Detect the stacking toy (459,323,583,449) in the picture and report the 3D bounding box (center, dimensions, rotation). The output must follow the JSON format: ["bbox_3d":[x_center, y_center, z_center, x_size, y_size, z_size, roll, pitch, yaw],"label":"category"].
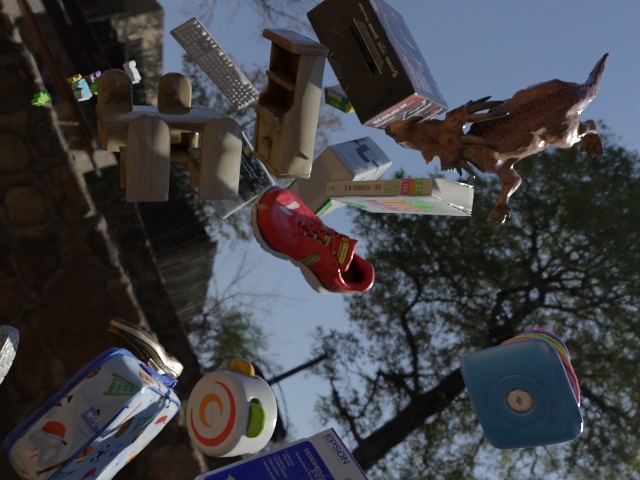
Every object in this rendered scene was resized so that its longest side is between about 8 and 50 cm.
[{"bbox_3d":[0.377,0.220,1.132,0.165,0.302,0.175,-20,-88,29],"label":"stacking toy"}]

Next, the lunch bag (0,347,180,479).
[{"bbox_3d":[-0.347,0.291,1.035,0.115,0.243,0.303,41,-16,12],"label":"lunch bag"}]

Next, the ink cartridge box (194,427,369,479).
[{"bbox_3d":[-0.025,0.500,1.108,0.303,0.307,0.072,50,-51,34],"label":"ink cartridge box"}]

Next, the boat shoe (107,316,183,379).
[{"bbox_3d":[-0.424,0.282,1.529,0.095,0.095,0.257,10,-31,38],"label":"boat shoe"}]

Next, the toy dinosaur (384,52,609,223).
[{"bbox_3d":[0.252,-0.148,0.816,0.200,0.295,0.127,37,24,-57],"label":"toy dinosaur"}]

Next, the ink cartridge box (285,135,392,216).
[{"bbox_3d":[0.041,-0.133,1.359,0.153,0.208,0.087,-42,-98,29],"label":"ink cartridge box"}]

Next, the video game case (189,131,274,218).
[{"bbox_3d":[-0.237,-0.173,1.696,0.190,0.173,0.022,59,-5,-36],"label":"video game case"}]

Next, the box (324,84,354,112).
[{"bbox_3d":[0.112,-0.348,1.514,0.105,0.179,0.043,40,-40,51],"label":"box"}]

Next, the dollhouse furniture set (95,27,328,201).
[{"bbox_3d":[-0.131,-0.162,0.748,0.212,0.242,0.161,-133,-134,-53],"label":"dollhouse furniture set"}]

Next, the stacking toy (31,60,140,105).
[{"bbox_3d":[-0.531,-0.352,1.478,0.221,0.167,0.052,-73,150,-62],"label":"stacking toy"}]

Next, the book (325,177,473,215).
[{"bbox_3d":[0.091,-0.054,0.755,0.144,0.096,0.035,2,-96,41],"label":"book"}]

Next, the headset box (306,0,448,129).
[{"bbox_3d":[0.106,-0.314,1.143,0.218,0.110,0.293,64,23,6],"label":"headset box"}]

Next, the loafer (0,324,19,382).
[{"bbox_3d":[-0.762,0.311,1.372,0.111,0.319,0.112,33,-1,-2],"label":"loafer"}]

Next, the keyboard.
[{"bbox_3d":[-0.235,-0.399,1.472,0.256,0.072,0.014,46,36,-44],"label":"keyboard"}]

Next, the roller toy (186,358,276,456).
[{"bbox_3d":[-0.205,0.403,1.509,0.146,0.191,0.209,21,27,-52],"label":"roller toy"}]

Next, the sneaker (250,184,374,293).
[{"bbox_3d":[0.000,0.000,1.036,0.118,0.107,0.279,3,-27,39],"label":"sneaker"}]
